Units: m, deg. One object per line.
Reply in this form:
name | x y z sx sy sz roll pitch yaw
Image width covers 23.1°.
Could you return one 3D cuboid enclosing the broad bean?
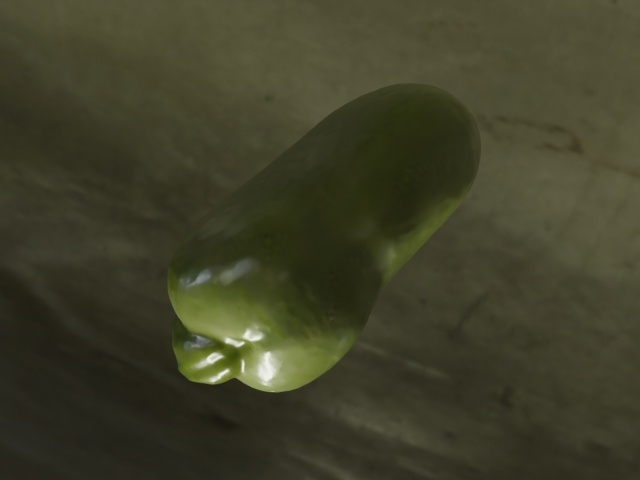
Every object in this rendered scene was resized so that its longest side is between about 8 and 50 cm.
broad bean | 0.000 0.000 0.719 0.124 0.174 0.082 -9 119 53
